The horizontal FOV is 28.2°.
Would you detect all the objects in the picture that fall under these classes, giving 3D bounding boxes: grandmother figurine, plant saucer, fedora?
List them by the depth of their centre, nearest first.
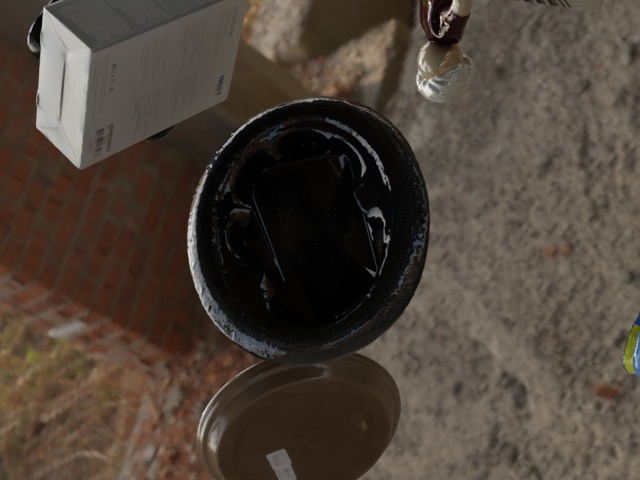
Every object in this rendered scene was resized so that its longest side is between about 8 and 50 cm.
[{"bbox_3d":[0.000,0.000,1.538,0.334,0.152,0.334,-7,69,18],"label":"fedora"},{"bbox_3d":[-0.023,0.254,1.668,0.278,0.278,0.041,-45,38,20],"label":"plant saucer"},{"bbox_3d":[0.173,-0.369,1.864,0.208,0.104,0.342,-96,1,-65],"label":"grandmother figurine"}]

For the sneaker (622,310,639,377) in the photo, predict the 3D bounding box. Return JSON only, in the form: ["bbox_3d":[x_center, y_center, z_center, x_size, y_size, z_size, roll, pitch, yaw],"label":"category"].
[{"bbox_3d":[0.407,0.062,1.419,0.082,0.069,0.209,13,83,46],"label":"sneaker"}]

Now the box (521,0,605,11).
[{"bbox_3d":[0.148,-0.290,1.163,0.094,0.275,0.113,60,141,46],"label":"box"}]

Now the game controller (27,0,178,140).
[{"bbox_3d":[-0.303,-0.278,1.964,0.166,0.319,0.067,-43,47,7],"label":"game controller"}]

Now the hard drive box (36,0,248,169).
[{"bbox_3d":[-0.204,-0.211,1.464,0.232,0.089,0.181,-30,-28,-36],"label":"hard drive box"}]
